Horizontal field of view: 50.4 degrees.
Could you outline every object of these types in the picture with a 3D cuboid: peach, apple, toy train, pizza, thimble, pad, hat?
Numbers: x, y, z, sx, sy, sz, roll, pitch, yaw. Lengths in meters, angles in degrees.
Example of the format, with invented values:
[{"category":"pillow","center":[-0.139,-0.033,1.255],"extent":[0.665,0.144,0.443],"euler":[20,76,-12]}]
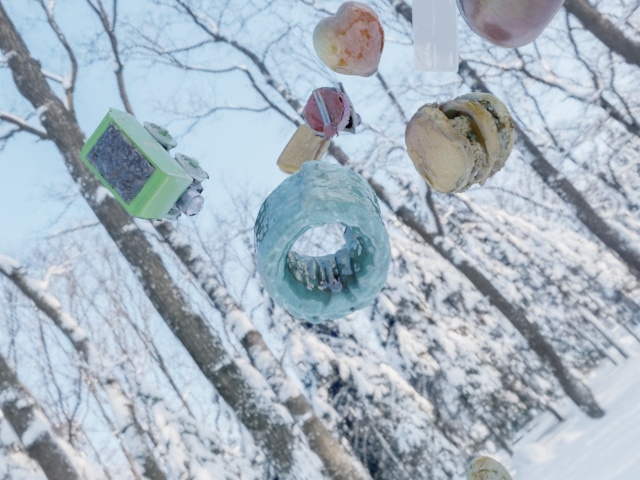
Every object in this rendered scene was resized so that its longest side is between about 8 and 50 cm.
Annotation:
[{"category":"peach","center":[0.095,-0.590,2.041],"extent":[0.233,0.232,0.232],"euler":[-34,-20,-15]},{"category":"apple","center":[0.445,-0.608,1.601],"extent":[0.306,0.235,0.305],"euler":[-165,90,-81]},{"category":"toy train","center":[-0.431,-0.180,1.663],"extent":[0.173,0.307,0.249],"euler":[-50,-19,14]},{"category":"pizza","center":[0.381,0.598,1.528],"extent":[0.034,0.181,0.262],"euler":[-31,16,36]},{"category":"thimble","center":[0.000,0.000,1.005],"extent":[0.199,0.143,0.235],"euler":[-4,-56,-5]},{"category":"pad","center":[0.361,-0.645,2.141],"extent":[0.004,0.157,0.231],"euler":[-35,-53,-47]},{"category":"hat","center":[0.057,-0.317,1.758],"extent":[0.129,0.140,0.227],"euler":[-48,-21,23]}]

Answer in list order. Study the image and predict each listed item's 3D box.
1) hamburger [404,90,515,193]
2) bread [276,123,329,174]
[{"category":"hamburger","center":[0.359,-0.245,1.725],"extent":[0.211,0.244,0.261],"euler":[-28,17,-32]},{"category":"bread","center":[-0.043,-0.258,1.978],"extent":[0.077,0.116,0.200],"euler":[86,-154,-51]}]
